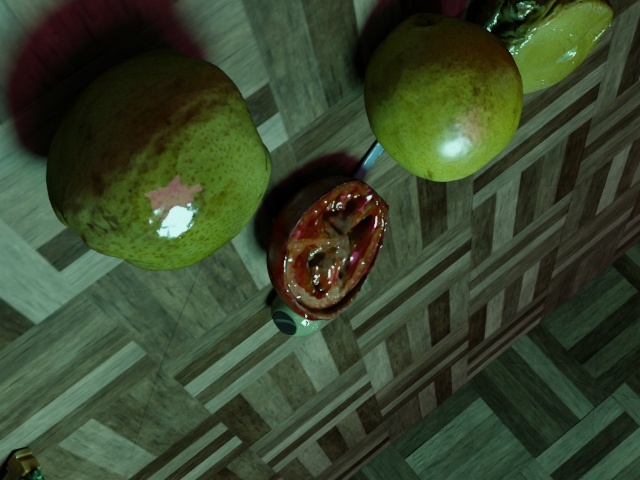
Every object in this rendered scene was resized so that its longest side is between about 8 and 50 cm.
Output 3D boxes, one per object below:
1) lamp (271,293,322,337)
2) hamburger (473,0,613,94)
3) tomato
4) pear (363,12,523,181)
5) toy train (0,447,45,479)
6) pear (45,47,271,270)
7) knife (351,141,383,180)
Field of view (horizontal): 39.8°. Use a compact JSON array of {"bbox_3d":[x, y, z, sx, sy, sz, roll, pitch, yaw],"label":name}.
[{"bbox_3d":[-0.014,0.095,1.518,0.163,0.091,0.091,-44,162,-38],"label":"lamp"},{"bbox_3d":[0.299,-0.301,1.251,0.189,0.122,0.215,-22,154,-23],"label":"hamburger"},{"bbox_3d":[-0.002,0.001,1.327,0.227,0.101,0.228,-25,130,-34],"label":"tomato"},{"bbox_3d":[0.151,-0.189,1.125,0.208,0.209,0.209,-33,155,-18],"label":"pear"},{"bbox_3d":[-0.456,0.368,1.328,0.103,0.064,0.044,-49,160,22],"label":"toy train"},{"bbox_3d":[-0.160,-0.070,0.872,0.211,0.188,0.228,-41,158,-6],"label":"pear"},{"bbox_3d":[0.036,-0.068,1.383,0.313,0.019,0.044,-53,161,24],"label":"knife"}]
